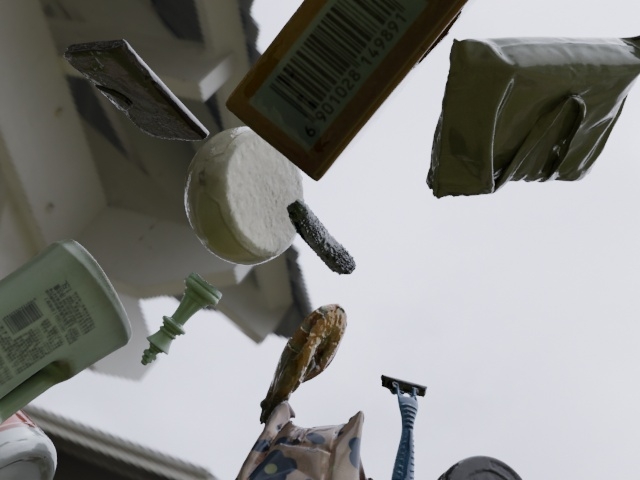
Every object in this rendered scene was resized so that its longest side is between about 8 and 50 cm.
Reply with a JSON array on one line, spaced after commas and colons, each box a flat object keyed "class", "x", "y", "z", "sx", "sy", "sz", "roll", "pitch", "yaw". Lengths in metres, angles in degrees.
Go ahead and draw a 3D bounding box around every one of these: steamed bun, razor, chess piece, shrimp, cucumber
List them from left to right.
[{"class": "chess piece", "x": -0.207, "y": 0.118, "z": 1.396, "sx": 0.059, "sy": 0.149, "sz": 0.059, "roll": 37, "pitch": -10, "yaw": 8}, {"class": "steamed bun", "x": -0.170, "y": -0.089, "z": 2.004, "sx": 0.177, "sy": 0.283, "sz": 0.283, "roll": -4, "pitch": -54, "yaw": 40}, {"class": "shrimp", "x": -0.035, "y": 0.279, "z": 2.171, "sx": 0.062, "sy": 0.317, "sz": 0.164, "roll": 30, "pitch": -2, "yaw": 41}, {"class": "cucumber", "x": -0.001, "y": -0.001, "z": 1.565, "sx": 0.043, "sy": 0.044, "sz": 0.257, "roll": 13, "pitch": -18, "yaw": 26}, {"class": "razor", "x": 0.126, "y": 0.317, "z": 1.482, "sx": 0.082, "sy": 0.253, "sz": 0.042, "roll": 18, "pitch": -40, "yaw": -12}]

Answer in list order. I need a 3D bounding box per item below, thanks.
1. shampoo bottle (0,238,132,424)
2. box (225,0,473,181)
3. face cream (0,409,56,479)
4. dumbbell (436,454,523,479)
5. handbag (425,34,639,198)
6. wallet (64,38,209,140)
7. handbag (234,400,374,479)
[{"class": "shampoo bottle", "x": -0.284, "y": 0.105, "z": 0.831, "sx": 0.087, "sy": 0.234, "sz": 0.118, "roll": 23, "pitch": -40, "yaw": 46}, {"class": "box", "x": 0.100, "y": -0.258, "z": 0.919, "sx": 0.116, "sy": 0.264, "sz": 0.415, "roll": 39, "pitch": -78, "yaw": 0}, {"class": "face cream", "x": -0.417, "y": 0.236, "z": 1.051, "sx": 0.187, "sy": 0.201, "sz": 0.201, "roll": 38, "pitch": -37, "yaw": 21}, {"class": "dumbbell", "x": 0.225, "y": 0.505, "z": 1.729, "sx": 0.185, "sy": 0.185, "sz": 0.388, "roll": 39, "pitch": -39, "yaw": -3}, {"class": "handbag", "x": 0.293, "y": -0.172, "z": 1.346, "sx": 0.253, "sy": 0.315, "sz": 0.109, "roll": 105, "pitch": -33, "yaw": -41}, {"class": "wallet", "x": -0.365, "y": -0.293, "z": 1.944, "sx": 0.165, "sy": 0.042, "sz": 0.309, "roll": 3, "pitch": -26, "yaw": 30}, {"class": "handbag", "x": -0.007, "y": 0.355, "z": 1.339, "sx": 0.190, "sy": 0.193, "sz": 0.251, "roll": 2, "pitch": -49, "yaw": 15}]
